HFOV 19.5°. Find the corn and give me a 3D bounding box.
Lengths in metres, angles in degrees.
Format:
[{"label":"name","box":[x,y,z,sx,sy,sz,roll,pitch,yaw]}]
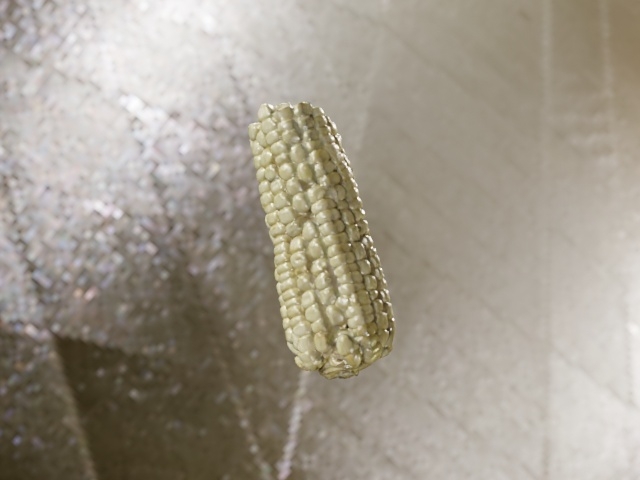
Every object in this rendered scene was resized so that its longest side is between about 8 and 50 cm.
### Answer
[{"label":"corn","box":[0.000,0.000,1.407,0.087,0.087,0.211,0,76,-54]}]
